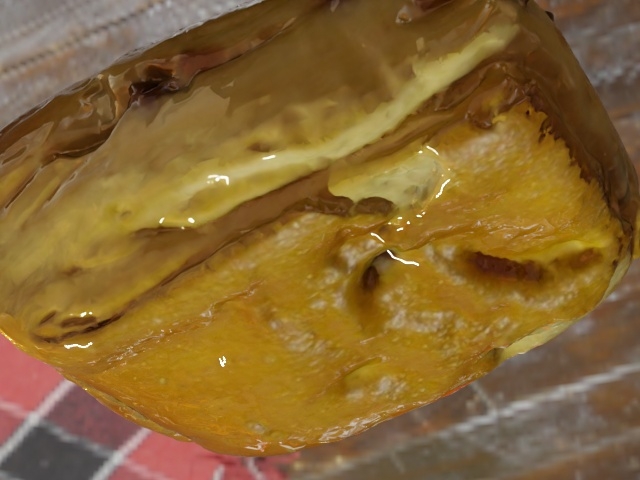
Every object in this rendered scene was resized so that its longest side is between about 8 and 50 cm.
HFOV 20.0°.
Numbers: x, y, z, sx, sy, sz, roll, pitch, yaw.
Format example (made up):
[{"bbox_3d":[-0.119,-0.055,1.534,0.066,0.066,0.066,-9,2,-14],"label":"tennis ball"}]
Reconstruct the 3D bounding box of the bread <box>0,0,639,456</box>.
[{"bbox_3d":[0.000,0.000,0.686,0.235,0.099,0.210,-23,149,14],"label":"bread"}]
